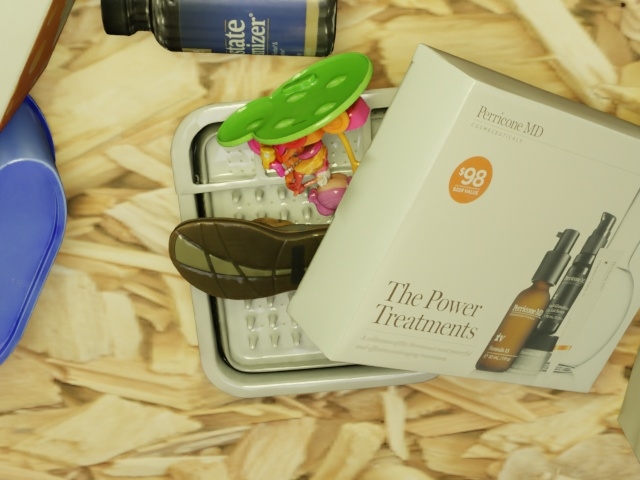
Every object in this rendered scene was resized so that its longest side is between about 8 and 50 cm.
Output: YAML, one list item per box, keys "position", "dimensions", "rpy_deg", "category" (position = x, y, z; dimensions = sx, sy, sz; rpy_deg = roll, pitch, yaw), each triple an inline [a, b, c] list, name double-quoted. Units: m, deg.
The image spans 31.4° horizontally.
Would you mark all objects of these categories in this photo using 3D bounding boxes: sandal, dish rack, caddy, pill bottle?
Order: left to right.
- position: [-0.399, -0.015, 1.138]
  dimensions: [0.241, 0.179, 0.341]
  rpy_deg: [16, 111, -32]
  category: "caddy"
- position: [-0.095, -0.240, 1.088]
  dimensions: [0.219, 0.123, 0.123]
  rpy_deg: [1, 111, -2]
  category: "pill bottle"
- position: [-0.045, 0.006, 1.148]
  dimensions: [0.219, 0.060, 0.090]
  rpy_deg: [-5, 119, -16]
  category: "sandal"
- position: [0.000, 0.000, 1.210]
  dimensions: [0.285, 0.072, 0.333]
  rpy_deg: [-5, 111, -1]
  category: "dish rack"

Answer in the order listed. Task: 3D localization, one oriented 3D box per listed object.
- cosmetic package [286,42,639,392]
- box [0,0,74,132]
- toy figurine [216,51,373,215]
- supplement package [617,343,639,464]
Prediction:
- position: [0.189, -0.003, 1.113]
  dimensions: [0.377, 0.097, 0.284]
  rpy_deg: [11, 111, -38]
  category: "cosmetic package"
- position: [-0.275, -0.297, 0.991]
  dimensions: [0.168, 0.215, 0.345]
  rpy_deg: [26, 116, -12]
  category: "box"
- position: [0.011, -0.072, 1.097]
  dimensions: [0.173, 0.130, 0.159]
  rpy_deg: [-17, 123, 28]
  category: "toy figurine"
- position: [0.440, 0.137, 1.206]
  dimensions: [0.145, 0.204, 0.262]
  rpy_deg: [10, 110, -3]
  category: "supplement package"
